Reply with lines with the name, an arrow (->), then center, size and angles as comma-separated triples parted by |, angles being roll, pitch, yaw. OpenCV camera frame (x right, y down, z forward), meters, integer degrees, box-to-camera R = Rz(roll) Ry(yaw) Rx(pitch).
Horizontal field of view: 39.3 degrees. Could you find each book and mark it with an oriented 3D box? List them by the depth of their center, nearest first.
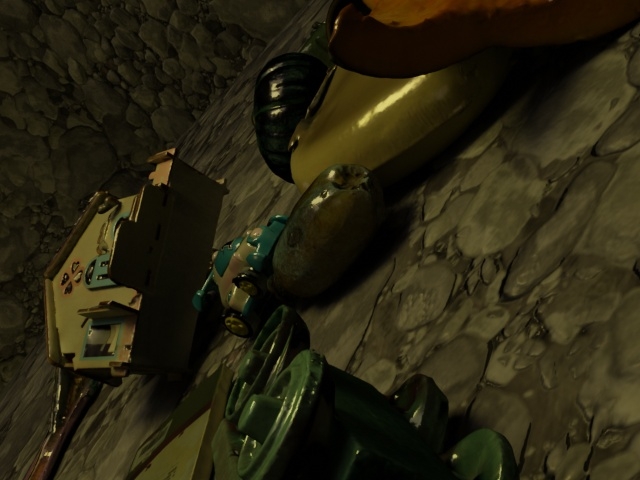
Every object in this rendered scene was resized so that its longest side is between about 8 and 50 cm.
book -> -0.178, 0.278, 0.968 | 0.201, 0.026, 0.289 | -45, 18, 26

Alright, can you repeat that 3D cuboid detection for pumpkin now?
pumpkin -> 0.142, -0.251, 0.864 | 0.290, 0.095, 0.258 | -12, 41, 3
pumpkin -> -0.029, -0.173, 1.282 | 0.194, 0.150, 0.194 | -163, 90, -87

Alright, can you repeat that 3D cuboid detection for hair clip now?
hair clip -> -0.482, 0.366, 1.576 | 0.110, 0.096, 0.359 | -6, 45, 18

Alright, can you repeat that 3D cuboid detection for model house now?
model house -> -0.289, 0.046, 1.285 | 0.244, 0.169, 0.326 | -11, 62, 43

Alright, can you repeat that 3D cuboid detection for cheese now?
cheese -> 0.106, -0.178, 1.024 | 0.316, 0.128, 0.260 | -30, 37, 47

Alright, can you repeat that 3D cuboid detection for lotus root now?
lotus root -> 0.000, 0.000, 0.969 | 0.192, 0.088, 0.113 | -55, 15, 35

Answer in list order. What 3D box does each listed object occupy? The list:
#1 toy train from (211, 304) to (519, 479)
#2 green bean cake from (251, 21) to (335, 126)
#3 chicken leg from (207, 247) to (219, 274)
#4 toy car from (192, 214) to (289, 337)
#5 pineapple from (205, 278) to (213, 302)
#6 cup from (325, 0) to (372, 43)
toy train -> -0.007, 0.172, 0.519 | 0.222, 0.150, 0.304 | -65, 8, 1
green bean cake -> -0.021, -0.271, 1.573 | 0.223, 0.125, 0.227 | -55, 14, -3
chicken leg -> -0.250, 0.079, 1.543 | 0.198, 0.069, 0.085 | -41, 19, 11
toy car -> -0.095, 0.029, 1.088 | 0.161, 0.098, 0.126 | 101, -167, -55
pineapple -> -0.255, 0.128, 1.396 | 0.221, 0.103, 0.083 | -48, 50, 9
cup -> 0.094, -0.311, 1.268 | 0.239, 0.166, 0.177 | -33, 21, 46
